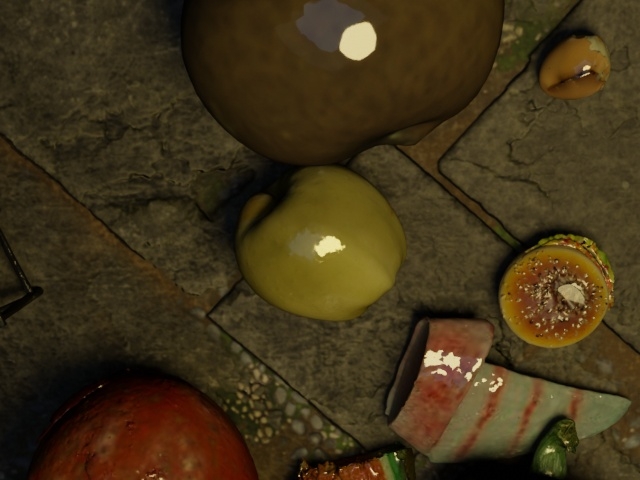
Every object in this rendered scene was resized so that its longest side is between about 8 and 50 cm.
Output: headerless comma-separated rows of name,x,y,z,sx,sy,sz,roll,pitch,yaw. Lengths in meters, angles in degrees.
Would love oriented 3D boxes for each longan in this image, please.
longan,0.025,-0.225,1.210,0.350,0.288,0.288,-9,102,0

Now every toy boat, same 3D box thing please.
toy boat,0.233,0.202,1.394,0.282,0.096,0.206,13,111,-9

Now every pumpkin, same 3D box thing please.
pumpkin,0.262,0.331,1.343,0.248,0.248,0.248,2,103,7

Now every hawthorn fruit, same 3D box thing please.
hawthorn fruit,-0.207,0.315,1.366,0.316,0.316,0.316,2,103,7

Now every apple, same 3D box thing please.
apple,0.000,0.000,1.312,0.200,0.200,0.200,2,103,7

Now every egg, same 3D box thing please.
egg,0.288,-0.195,1.288,0.083,0.071,0.071,-19,100,23

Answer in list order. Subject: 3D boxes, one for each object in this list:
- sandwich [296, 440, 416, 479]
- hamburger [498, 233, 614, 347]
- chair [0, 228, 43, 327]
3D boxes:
sandwich,0.045,0.364,1.452,0.159,0.079,0.235,5,100,16
hamburger,0.278,0.060,1.339,0.141,0.081,0.126,-31,96,6
chair,-0.458,0.059,1.340,0.141,0.260,0.154,-23,100,11
